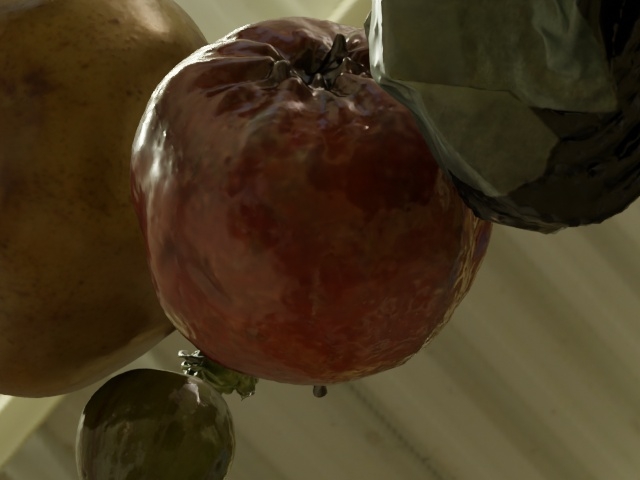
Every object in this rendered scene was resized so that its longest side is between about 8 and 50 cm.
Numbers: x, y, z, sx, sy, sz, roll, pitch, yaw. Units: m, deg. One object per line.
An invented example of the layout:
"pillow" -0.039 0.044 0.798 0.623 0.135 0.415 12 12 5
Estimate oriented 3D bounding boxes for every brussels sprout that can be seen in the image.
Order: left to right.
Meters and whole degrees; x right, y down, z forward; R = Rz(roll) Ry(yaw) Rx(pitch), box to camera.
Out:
"brussels sprout" -0.101 0.123 1.456 0.085 0.085 0.058 -7 -79 -36

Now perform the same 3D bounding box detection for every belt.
"belt" 0.124 -0.148 0.718 0.184 0.164 0.289 13 -88 3

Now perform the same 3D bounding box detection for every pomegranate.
"pomegranate" -0.272 -0.064 1.344 0.416 0.416 0.416 10 -109 -32

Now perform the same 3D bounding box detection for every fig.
"fig" -0.160 0.202 1.271 0.186 0.142 0.148 -44 -37 -33

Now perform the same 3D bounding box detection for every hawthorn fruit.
"hawthorn fruit" 0.000 0.000 0.932 0.242 0.242 0.271 -29 -50 -37
